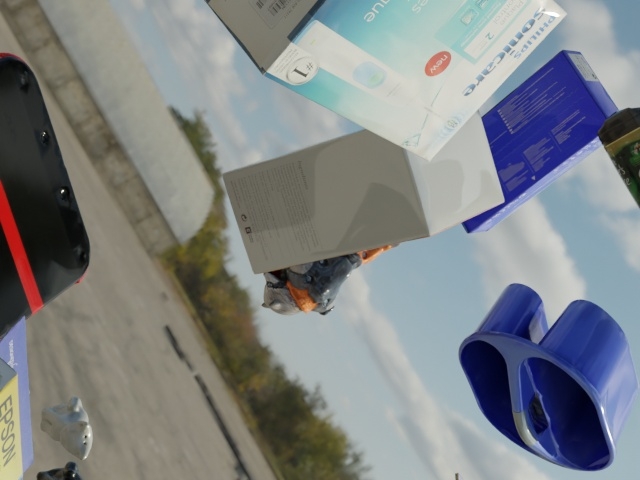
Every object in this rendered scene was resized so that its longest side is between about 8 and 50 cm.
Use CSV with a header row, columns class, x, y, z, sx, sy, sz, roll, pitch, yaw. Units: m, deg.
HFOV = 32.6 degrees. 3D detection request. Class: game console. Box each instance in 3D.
class,x,y,z,sx,sy,sz,roll,pitch,yaw
game console,-0.486,-0.064,1.601,0.342,0.060,0.386,-44,123,-59

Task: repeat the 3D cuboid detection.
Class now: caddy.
class,x,y,z,sx,sy,sz,roll,pitch,yaw
caddy,0.353,0.229,1.706,0.241,0.179,0.341,15,-34,38

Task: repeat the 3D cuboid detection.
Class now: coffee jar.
class,x,y,z,sx,sy,sz,roll,pitch,yaw
coffee jar,0.467,-0.104,1.561,0.184,0.079,0.096,61,17,3

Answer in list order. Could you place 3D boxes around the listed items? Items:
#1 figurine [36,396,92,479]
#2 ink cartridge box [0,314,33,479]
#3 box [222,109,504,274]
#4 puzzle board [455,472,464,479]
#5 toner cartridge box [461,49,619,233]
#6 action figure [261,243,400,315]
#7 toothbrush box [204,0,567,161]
class,x,y,z,sx,sy,sz,roll,pitch,yaw
figurine,-0.479,0.424,2.094,0.209,0.092,0.215,-168,-98,-66
ink cartridge box,-0.435,0.299,1.362,0.072,0.307,0.303,24,-48,16
box,0.061,-0.080,1.641,0.345,0.215,0.168,-13,-84,41
puzzle board,0.248,0.448,1.771,0.128,0.011,0.096,54,26,-41
toner cartridge box,0.367,-0.173,1.981,0.075,0.348,0.165,-6,63,-50
action figure,0.000,0.000,2.059,0.341,0.330,0.178,46,-7,-34
toothbrush box,0.072,-0.228,1.069,0.295,0.216,0.126,20,28,-53
